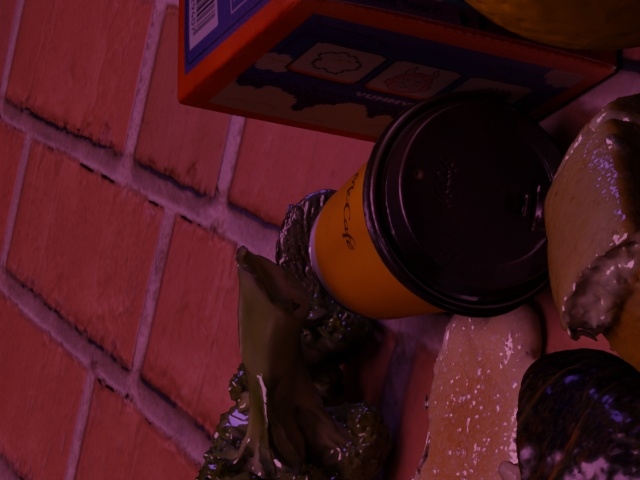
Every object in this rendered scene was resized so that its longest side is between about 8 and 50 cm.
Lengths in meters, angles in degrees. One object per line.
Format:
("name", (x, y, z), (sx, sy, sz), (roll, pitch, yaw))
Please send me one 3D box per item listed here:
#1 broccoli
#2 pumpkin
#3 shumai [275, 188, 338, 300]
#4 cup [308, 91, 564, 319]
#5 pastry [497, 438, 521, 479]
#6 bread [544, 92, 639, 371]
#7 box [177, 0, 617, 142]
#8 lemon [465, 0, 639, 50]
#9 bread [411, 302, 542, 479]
("broccoli", (-0.008, 0.151, 1.808), (0.254, 0.186, 0.302), (-38, -31, -68))
("pumpkin", (0.233, 0.151, 1.351), (0.163, 0.111, 0.278), (-40, 34, 41))
("shumai", (-0.001, 0.000, 1.933), (0.087, 0.099, 0.124), (-118, 45, -75))
("cup", (0.096, -0.015, 1.642), (0.279, 0.196, 0.196), (153, 122, -67))
("pastry", (0.164, 0.301, 1.496), (0.121, 0.089, 0.258), (46, 123, 54))
("bread", (0.256, -0.012, 1.315), (0.257, 0.186, 0.124), (-100, 28, -49))
("box", (0.063, -0.293, 1.635), (0.257, 0.318, 0.349), (-33, 52, 57))
("lemon", (0.203, -0.302, 1.375), (0.336, 0.336, 0.336), (-30, 55, 57))
("bread", (0.147, 0.175, 1.626), (0.182, 0.039, 0.251), (8, 88, 64))
